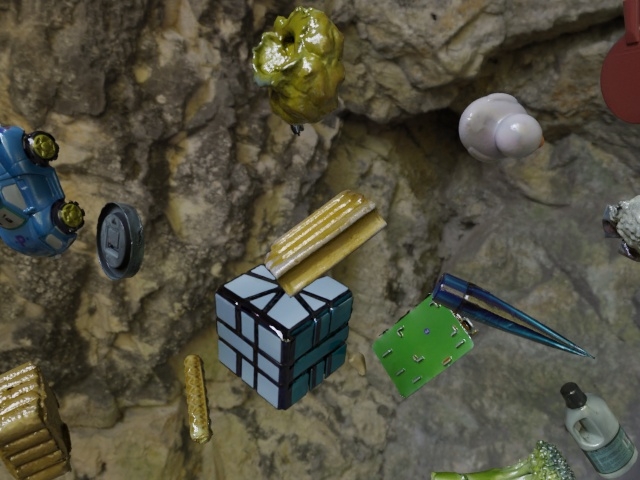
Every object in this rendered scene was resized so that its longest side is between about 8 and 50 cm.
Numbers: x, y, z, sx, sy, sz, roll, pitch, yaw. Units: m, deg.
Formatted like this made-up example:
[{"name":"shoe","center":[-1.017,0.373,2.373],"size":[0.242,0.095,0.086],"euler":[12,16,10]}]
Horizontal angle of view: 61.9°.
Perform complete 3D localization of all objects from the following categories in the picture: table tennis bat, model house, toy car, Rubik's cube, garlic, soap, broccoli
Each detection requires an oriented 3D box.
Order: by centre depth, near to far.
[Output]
[{"name":"soap","center":[0.000,0.000,1.036],"size":[0.232,0.140,0.073],"euler":[-37,-69,-7]},{"name":"toy car","center":[-0.669,-0.095,1.178],"size":[0.166,0.198,0.314],"euler":[-38,-64,-57]},{"name":"table tennis bat","center":[0.794,-0.446,1.343],"size":[0.038,0.200,0.310],"euler":[-19,-74,-24]},{"name":"Rubik's cube","center":[-0.103,0.244,1.507],"size":[0.288,0.293,0.283],"euler":[-29,-47,-43]},{"name":"broccoli","center":[0.553,0.712,1.546],"size":[0.353,0.397,0.275],"euler":[-56,12,14]},{"name":"garlic","center":[0.109,0.353,1.552],"size":[0.083,0.041,0.053],"euler":[56,-161,-28]},{"name":"model house","center":[0.419,0.393,1.955],"size":[0.358,0.242,0.313],"euler":[-46,-34,20]}]

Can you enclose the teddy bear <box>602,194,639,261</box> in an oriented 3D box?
[{"name":"teddy bear","center":[0.944,-0.088,1.355],"size":[0.375,0.327,0.362],"euler":[-40,-5,16]}]

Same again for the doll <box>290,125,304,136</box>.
[{"name":"doll","center":[-0.090,-0.402,1.512],"size":[0.091,0.067,0.219],"euler":[-55,-55,-72]}]

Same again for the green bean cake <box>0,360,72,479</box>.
[{"name":"green bean cake","center":[-0.672,0.426,1.232],"size":[0.131,0.224,0.230],"euler":[-21,-58,-24]}]

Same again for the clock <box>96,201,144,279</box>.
[{"name":"clock","center":[-0.578,0.002,1.535],"size":[0.049,0.226,0.226],"euler":[-2,-68,-46]}]

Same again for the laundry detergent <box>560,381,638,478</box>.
[{"name":"laundry detergent","center":[0.566,0.385,1.107],"size":[0.099,0.226,0.070],"euler":[-37,14,-1]}]

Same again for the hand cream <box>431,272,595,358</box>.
[{"name":"hand cream","center":[0.328,0.139,0.933],"size":[0.061,0.270,0.120],"euler":[-64,-8,0]}]

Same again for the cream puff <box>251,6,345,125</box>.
[{"name":"cream puff","center":[-0.061,-0.395,1.210],"size":[0.282,0.185,0.282],"euler":[178,90,-73]}]

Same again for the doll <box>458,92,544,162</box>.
[{"name":"doll","center":[0.548,-0.327,1.607],"size":[0.221,0.251,0.221],"euler":[-163,90,-84]}]

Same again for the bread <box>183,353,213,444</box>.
[{"name":"bread","center":[-0.458,0.581,1.984],"size":[0.077,0.084,0.367],"euler":[-59,34,34]}]
